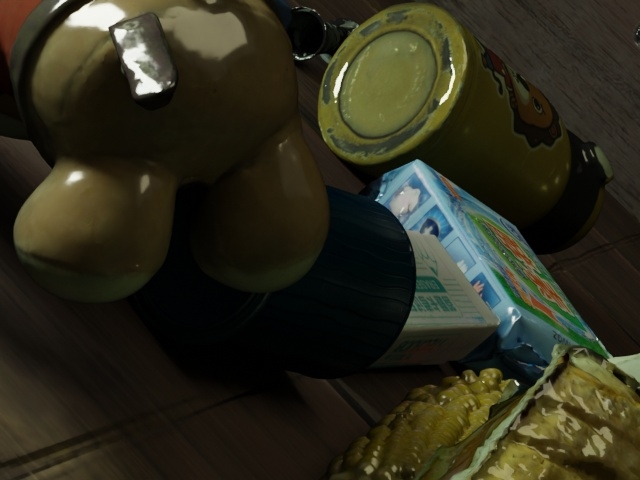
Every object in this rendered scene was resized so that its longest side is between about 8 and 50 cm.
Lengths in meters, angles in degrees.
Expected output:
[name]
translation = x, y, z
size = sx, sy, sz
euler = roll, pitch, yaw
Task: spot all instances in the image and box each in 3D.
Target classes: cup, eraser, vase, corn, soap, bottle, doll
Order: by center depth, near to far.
[doll]
translation = -0.122, -0.110, 0.831
size = 0.235, 0.174, 0.330
euler = -9, 37, -33
[corn]
translation = 0.061, 0.127, 0.940
size = 0.086, 0.086, 0.288
euler = 46, 16, 10
[cup]
translation = -0.043, 0.019, 0.964
size = 0.138, 0.150, 0.113
euler = 18, 63, -57
[eraser]
translation = 0.048, 0.039, 1.186
size = 0.095, 0.052, 0.225
euler = 54, 19, 18
[soap]
translation = 0.146, 0.046, 1.420
size = 0.156, 0.077, 0.293
euler = 32, 18, -37
[bottle]
translation = 0.164, -0.094, 1.692
size = 0.351, 0.171, 0.171
euler = 28, 21, -48
[vase]
translation = 0.002, -0.224, 1.852
size = 0.059, 0.059, 0.167
euler = 46, 14, 9

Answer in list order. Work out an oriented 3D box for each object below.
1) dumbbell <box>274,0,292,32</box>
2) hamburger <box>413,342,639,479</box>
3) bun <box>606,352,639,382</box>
[dumbbell]
translation = -0.155, -0.206, 1.191
size = 0.144, 0.160, 0.325
euler = -10, 46, -34
[hamburger]
translation = 0.090, 0.183, 0.669
size = 0.211, 0.132, 0.309
euler = 50, 38, 2
[bun]
translation = 0.214, 0.210, 0.915
size = 0.293, 0.187, 0.293
euler = 15, 48, -17
